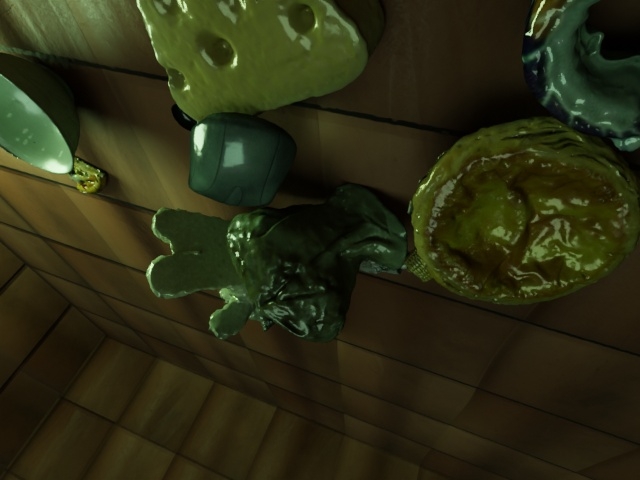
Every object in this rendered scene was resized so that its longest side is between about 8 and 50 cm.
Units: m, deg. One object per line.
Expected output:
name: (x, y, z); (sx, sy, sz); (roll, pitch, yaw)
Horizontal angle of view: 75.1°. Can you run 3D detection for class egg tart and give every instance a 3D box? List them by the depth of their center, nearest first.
egg tart: (0.302, -0.041, 0.645); (0.340, 0.132, 0.342); (7, 130, 8)

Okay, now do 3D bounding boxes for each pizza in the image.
pizza: (-0.718, -0.209, 1.240); (0.184, 0.036, 0.176); (-1, 138, 35)

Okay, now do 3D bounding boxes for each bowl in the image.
bowl: (-0.661, -0.315, 0.950); (0.312, 0.146, 0.314); (17, 148, 12)

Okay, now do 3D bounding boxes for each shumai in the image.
shumai: (0.000, 0.000, 0.856); (0.330, 0.292, 0.288); (41, 116, -7)

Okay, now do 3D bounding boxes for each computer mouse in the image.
computer mouse: (-0.167, -0.127, 0.814); (0.188, 0.122, 0.371); (13, 171, -17)

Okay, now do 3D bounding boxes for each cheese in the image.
cheese: (-0.140, -0.348, 0.581); (0.383, 0.104, 0.384); (18, 148, 12)

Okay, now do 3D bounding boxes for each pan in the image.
pan: (-0.269, -0.271, 0.852); (0.068, 0.024, 0.115); (31, 150, -6)

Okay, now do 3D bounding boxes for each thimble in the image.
thimble: (0.322, -0.217, 0.407); (0.237, 0.150, 0.238); (17, 147, 11)

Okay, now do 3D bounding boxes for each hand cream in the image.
hand cream: (0.105, 0.042, 1.015); (0.256, 0.050, 0.084); (10, 147, 28)

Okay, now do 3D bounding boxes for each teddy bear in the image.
teddy bear: (-0.251, 0.107, 1.104); (0.374, 0.328, 0.362); (4, 153, -19)

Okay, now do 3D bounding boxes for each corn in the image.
corn: (0.237, 0.009, 0.790); (0.165, 0.063, 0.085); (-45, 133, 13)
